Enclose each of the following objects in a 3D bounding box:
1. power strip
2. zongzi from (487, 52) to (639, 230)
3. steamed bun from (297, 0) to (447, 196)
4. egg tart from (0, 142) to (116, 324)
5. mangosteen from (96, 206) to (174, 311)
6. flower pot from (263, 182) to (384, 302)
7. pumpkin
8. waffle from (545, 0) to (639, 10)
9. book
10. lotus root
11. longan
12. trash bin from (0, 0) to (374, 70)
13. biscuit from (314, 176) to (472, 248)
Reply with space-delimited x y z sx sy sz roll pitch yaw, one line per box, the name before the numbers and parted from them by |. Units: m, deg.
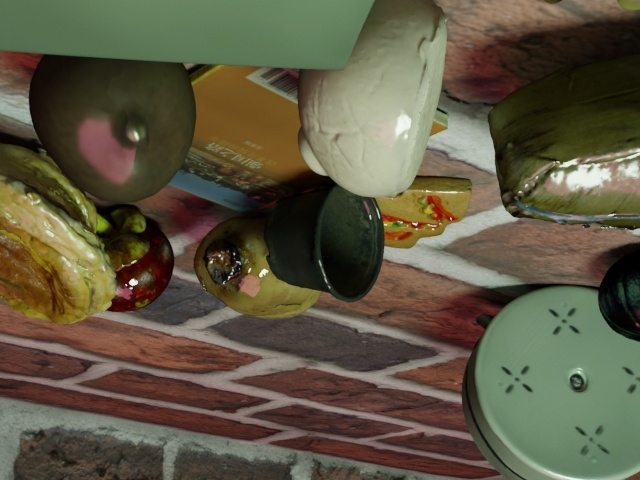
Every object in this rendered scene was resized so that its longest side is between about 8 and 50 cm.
power strip | 0.402 0.244 1.676 0.358 0.357 0.161 3 157 -1
zongzi | 0.354 -0.130 0.906 0.356 0.174 0.393 1 159 -6
steamed bun | 0.044 -0.137 0.952 0.131 0.177 0.228 14 163 6
egg tart | -0.409 -0.028 1.298 0.352 0.150 0.352 16 149 10
mangosteen | -0.289 0.012 1.464 0.156 0.181 0.146 9 -152 33
flower pot | 0.000 0.000 1.289 0.107 0.157 0.157 -1 160 36
pumpkin | 0.520 0.090 1.509 0.202 0.140 0.202 6 159 2
waffle | 0.245 -0.275 0.720 0.329 0.062 0.329 2 160 1
book | -0.073 -0.126 1.191 0.263 0.028 0.374 20 153 -38
lotus root | -0.088 0.038 1.446 0.160 0.146 0.284 -24 166 16
longan | -0.206 -0.131 1.012 0.189 0.189 0.189 3 159 1
trash bin | -0.130 -0.235 0.745 0.344 0.158 0.223 7 158 -11
biscuit | 0.108 -0.038 1.377 0.239 0.041 0.212 -15 150 41
